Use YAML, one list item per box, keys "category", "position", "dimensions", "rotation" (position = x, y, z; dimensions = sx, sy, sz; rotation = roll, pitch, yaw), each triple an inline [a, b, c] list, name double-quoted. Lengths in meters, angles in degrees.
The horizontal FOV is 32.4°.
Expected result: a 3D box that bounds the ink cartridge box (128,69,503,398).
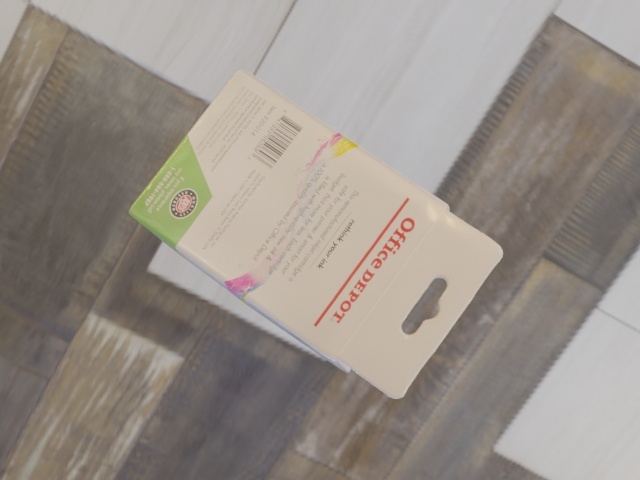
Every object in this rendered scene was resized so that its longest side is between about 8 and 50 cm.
- category: "ink cartridge box"
  position: [0.000, 0.000, 1.197]
  dimensions: [0.353, 0.119, 0.207]
  rotation: [35, 83, 14]
